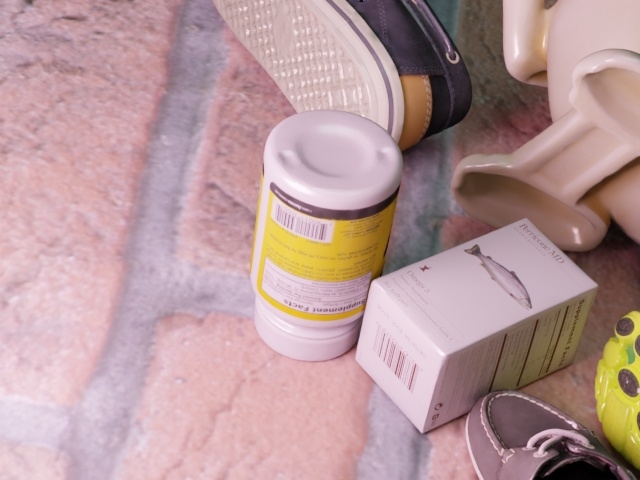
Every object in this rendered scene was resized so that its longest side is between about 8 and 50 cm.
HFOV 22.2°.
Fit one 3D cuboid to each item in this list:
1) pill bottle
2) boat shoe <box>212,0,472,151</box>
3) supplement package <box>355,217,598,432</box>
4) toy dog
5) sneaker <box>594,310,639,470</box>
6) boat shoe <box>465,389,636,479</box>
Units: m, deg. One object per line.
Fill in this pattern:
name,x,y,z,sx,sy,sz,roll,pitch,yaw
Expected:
pill bottle,0.000,0.000,1.422,0.119,0.208,0.119,5,43,-5
boat shoe,-0.002,-0.278,1.750,0.156,0.186,0.500,-11,52,-29
supplement package,0.137,0.073,1.447,0.179,0.105,0.105,-22,51,-30
toy dog,0.359,-0.200,1.619,0.395,0.284,0.408,22,56,-9
sneaker,0.344,0.177,1.398,0.123,0.109,0.295,8,32,-42
boat shoe,0.225,0.225,1.307,0.112,0.095,0.335,-12,47,-22
